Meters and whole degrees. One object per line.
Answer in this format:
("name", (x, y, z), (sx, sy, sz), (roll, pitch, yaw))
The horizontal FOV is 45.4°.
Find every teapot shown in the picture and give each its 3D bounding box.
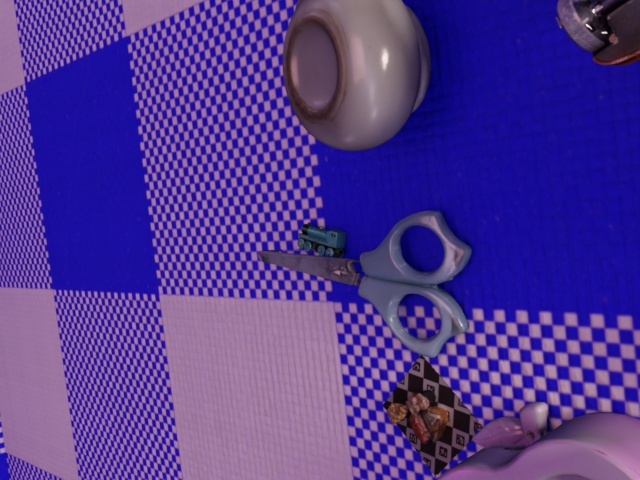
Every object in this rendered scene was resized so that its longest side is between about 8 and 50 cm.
("teapot", (0.038, -0.269, 0.934), (0.220, 0.149, 0.318), (-1, 98, 56))

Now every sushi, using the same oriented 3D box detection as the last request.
("sushi", (0.137, 0.236, 1.012), (0.126, 0.026, 0.120), (51, 129, 28))

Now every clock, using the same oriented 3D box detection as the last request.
("clock", (0.270, 0.342, 0.833), (0.338, 0.102, 0.339), (10, 104, 46))

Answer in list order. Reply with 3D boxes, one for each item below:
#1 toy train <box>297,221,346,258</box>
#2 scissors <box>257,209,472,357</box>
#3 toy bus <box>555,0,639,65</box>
("toy train", (0.000, 0.000, 1.117), (0.092, 0.029, 0.045), (18, 103, 46))
("scissors", (0.045, 0.042, 1.051), (0.360, 0.029, 0.191), (9, 105, 41))
("toy bus", (0.263, -0.321, 0.680), (0.143, 0.153, 0.329), (-34, 71, 47))
